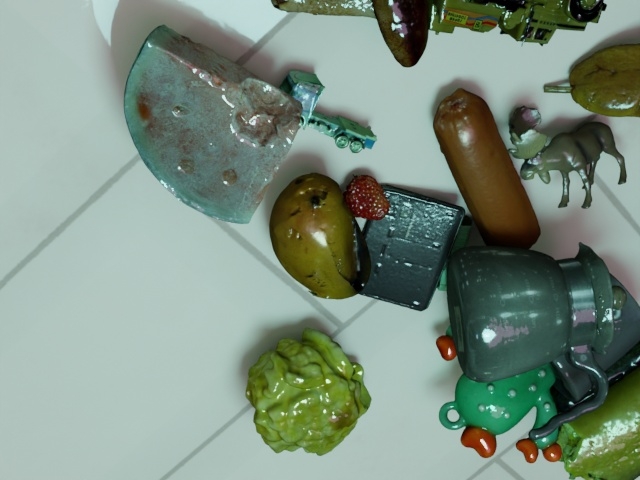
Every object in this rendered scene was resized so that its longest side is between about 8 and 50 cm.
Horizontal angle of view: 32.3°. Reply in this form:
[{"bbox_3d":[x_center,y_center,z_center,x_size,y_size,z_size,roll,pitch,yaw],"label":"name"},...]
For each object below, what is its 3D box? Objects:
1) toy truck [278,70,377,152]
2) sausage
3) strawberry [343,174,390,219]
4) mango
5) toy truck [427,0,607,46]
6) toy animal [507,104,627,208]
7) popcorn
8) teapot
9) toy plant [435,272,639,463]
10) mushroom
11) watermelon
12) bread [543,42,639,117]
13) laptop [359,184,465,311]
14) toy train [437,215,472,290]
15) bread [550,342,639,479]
[{"bbox_3d":[0.014,-0.195,1.682,0.175,0.067,0.081,19,113,-26],"label":"toy truck"},{"bbox_3d":[0.276,-0.095,1.804,0.097,0.094,0.348,-28,125,5],"label":"sausage"},{"bbox_3d":[0.075,-0.065,1.771,0.073,0.083,0.073,-18,128,-25],"label":"strawberry"},{"bbox_3d":[0.000,0.000,1.757,0.151,0.156,0.249,-9,141,16],"label":"mango"},{"bbox_3d":[0.284,-0.352,1.626,0.257,0.127,0.127,1,117,-18],"label":"toy truck"},{"bbox_3d":[0.391,-0.143,1.798,0.214,0.093,0.186,-31,110,-29],"label":"toy animal"},{"bbox_3d":[-0.018,0.257,1.886,0.216,0.181,0.235,-16,129,-8],"label":"popcorn"},{"bbox_3d":[0.367,0.139,1.790,0.285,0.305,0.223,-8,145,-2],"label":"teapot"},{"bbox_3d":[0.380,0.214,1.972,0.400,0.185,0.279,-37,103,-2],"label":"toy plant"},{"bbox_3d":[0.039,-0.343,1.581,0.217,0.148,0.227,-11,115,12],"label":"mushroom"},{"bbox_3d":[-0.144,-0.186,1.578,0.226,0.148,0.318,-14,125,19],"label":"watermelon"},{"bbox_3d":[0.529,-0.247,1.748,0.343,0.124,0.084,0,169,16],"label":"bread"},{"bbox_3d":[0.142,0.017,1.852,0.153,0.026,0.207,17,117,-4],"label":"laptop"},{"bbox_3d":[0.214,0.021,1.893,0.070,0.038,0.148,-1,121,-19],"label":"toy train"},{"bbox_3d":[0.604,0.316,2.100,0.376,0.208,0.251,-37,128,3],"label":"bread"}]
